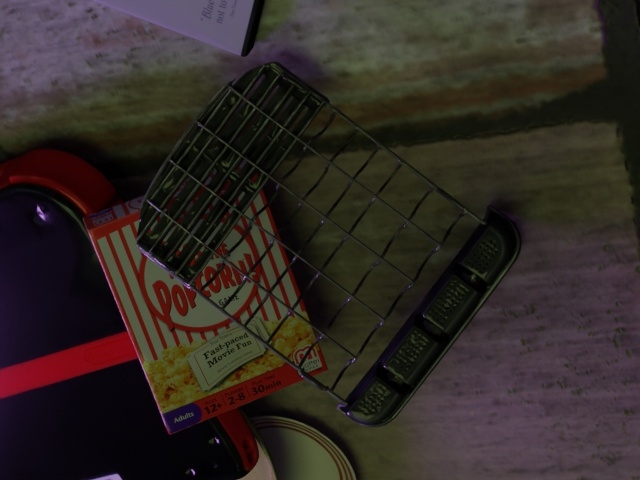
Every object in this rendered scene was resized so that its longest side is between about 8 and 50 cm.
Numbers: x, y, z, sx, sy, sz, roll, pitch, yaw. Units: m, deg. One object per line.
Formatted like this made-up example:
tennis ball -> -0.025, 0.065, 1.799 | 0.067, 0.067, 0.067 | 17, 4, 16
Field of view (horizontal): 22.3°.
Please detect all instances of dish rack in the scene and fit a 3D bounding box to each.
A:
dish rack -> 0.000, 0.000, 1.285 | 0.271, 0.074, 0.208 | 37, 95, 1

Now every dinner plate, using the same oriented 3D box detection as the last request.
dinner plate -> -0.031, 0.217, 1.521 | 0.141, 0.017, 0.141 | 9, 125, 13

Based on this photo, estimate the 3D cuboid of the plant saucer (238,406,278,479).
plant saucer -> -0.140, 0.209, 1.527 | 0.241, 0.037, 0.241 | 11, 120, 21

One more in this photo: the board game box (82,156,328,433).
board game box -> -0.095, 0.045, 1.352 | 0.146, 0.045, 0.193 | -22, 109, -7

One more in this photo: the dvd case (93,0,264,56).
dvd case -> -0.152, -0.260, 1.241 | 0.253, 0.022, 0.180 | 21, 127, 6

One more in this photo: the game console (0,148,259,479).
game console -> -0.279, 0.107, 1.492 | 0.386, 0.060, 0.342 | -17, 113, 33
